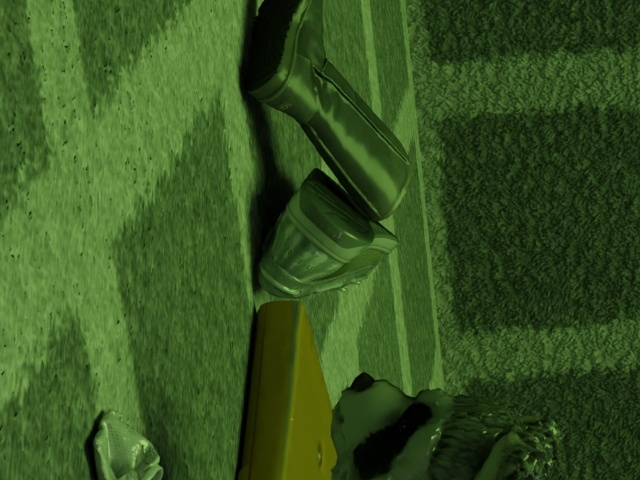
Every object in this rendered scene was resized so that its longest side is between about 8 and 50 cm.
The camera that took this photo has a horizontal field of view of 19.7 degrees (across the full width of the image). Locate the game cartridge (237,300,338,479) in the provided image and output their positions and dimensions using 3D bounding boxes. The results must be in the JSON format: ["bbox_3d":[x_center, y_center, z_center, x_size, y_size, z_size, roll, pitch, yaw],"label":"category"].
[{"bbox_3d":[-0.029,0.267,1.732,0.285,0.052,0.324,76,16,-47],"label":"game cartridge"}]

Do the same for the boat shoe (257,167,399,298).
[{"bbox_3d":[0.002,0.002,1.878,0.118,0.103,0.320,42,7,2],"label":"boat shoe"}]

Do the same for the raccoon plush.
[{"bbox_3d":[0.085,0.317,1.358,0.216,0.299,0.446,-84,151,-72],"label":"raccoon plush"}]

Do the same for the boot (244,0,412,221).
[{"bbox_3d":[0.019,-0.147,1.833,0.208,0.076,0.190,37,53,-31],"label":"boot"}]

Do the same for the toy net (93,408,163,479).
[{"bbox_3d":[-0.122,0.217,1.175,0.122,0.045,0.232,74,15,-51],"label":"toy net"}]
